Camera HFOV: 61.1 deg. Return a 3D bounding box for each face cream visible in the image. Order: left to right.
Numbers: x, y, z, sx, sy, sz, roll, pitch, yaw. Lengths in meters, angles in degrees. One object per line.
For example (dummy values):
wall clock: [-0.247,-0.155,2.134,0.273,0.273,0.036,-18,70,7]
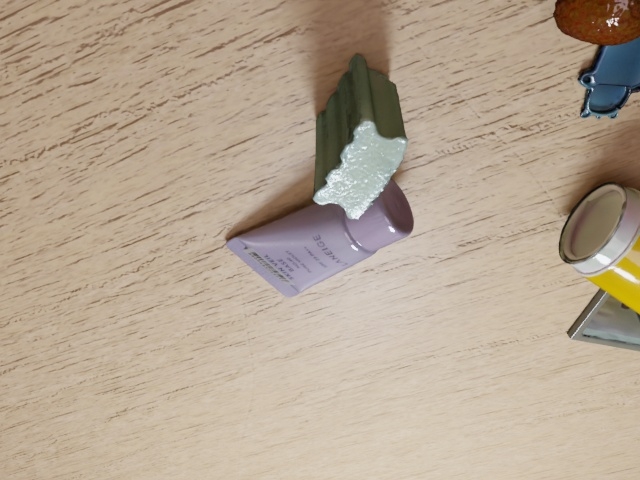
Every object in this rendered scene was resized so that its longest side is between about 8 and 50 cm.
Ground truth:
face cream: [0.000,0.000,0.805,0.273,0.096,0.154,-26,127,33]

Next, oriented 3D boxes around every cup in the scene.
cup: [0.499,0.036,0.772,0.279,0.196,0.196,27,122,-6]

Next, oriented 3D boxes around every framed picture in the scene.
framed picture: [0.594,0.123,0.941,0.265,0.018,0.192,11,125,-9]

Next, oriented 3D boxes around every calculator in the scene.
calculator: [0.377,-0.217,0.683,0.094,0.019,0.141,4,128,-3]

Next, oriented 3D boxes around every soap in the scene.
soap: [0.043,-0.127,0.633,0.063,0.199,0.115,24,125,-16]

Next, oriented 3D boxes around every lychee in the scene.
lychee: [0.332,-0.266,0.593,0.140,0.101,0.115,-16,107,9]
